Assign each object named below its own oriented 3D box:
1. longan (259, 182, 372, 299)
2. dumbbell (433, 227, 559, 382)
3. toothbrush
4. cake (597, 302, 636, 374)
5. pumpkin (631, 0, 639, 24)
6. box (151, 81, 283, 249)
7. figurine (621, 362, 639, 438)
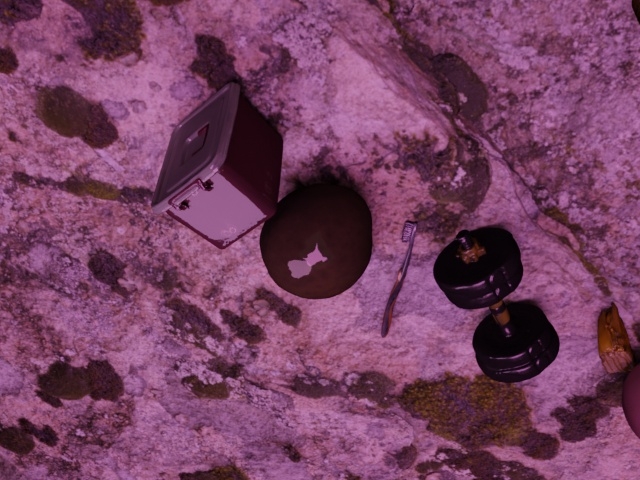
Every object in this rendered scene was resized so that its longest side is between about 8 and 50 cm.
[{"bbox_3d":[0.000,0.000,1.562,0.248,0.248,0.248,4,124,7],"label":"longan"},{"bbox_3d":[0.368,0.136,1.602,0.185,0.185,0.388,-20,118,21],"label":"dumbbell"},{"bbox_3d":[0.171,0.094,1.705,0.031,0.023,0.321,14,124,9],"label":"toothbrush"},{"bbox_3d":[0.641,0.219,1.701,0.079,0.116,0.185,-21,150,26],"label":"cake"},{"bbox_3d":[0.567,-0.418,1.245,0.118,0.108,0.184,3,117,-1],"label":"pumpkin"},{"bbox_3d":[-0.181,-0.137,1.461,0.193,0.294,0.167,-34,123,28],"label":"box"},{"bbox_3d":[0.751,0.335,1.639,0.211,0.270,0.261,-15,131,18],"label":"figurine"}]
